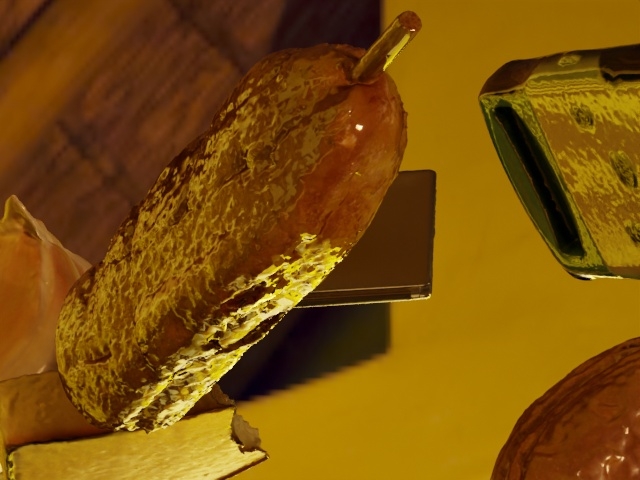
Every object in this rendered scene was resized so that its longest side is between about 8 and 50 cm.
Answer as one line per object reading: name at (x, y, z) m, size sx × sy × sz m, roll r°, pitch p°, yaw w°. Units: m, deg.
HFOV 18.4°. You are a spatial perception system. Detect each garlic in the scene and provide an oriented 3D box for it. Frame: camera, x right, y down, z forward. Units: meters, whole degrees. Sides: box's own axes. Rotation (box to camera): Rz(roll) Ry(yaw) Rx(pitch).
garlic at (-0.329, 0.135, 2.034) m, size 0.249 × 0.313 × 0.286 m, roll 29°, pitch -12°, yaw -5°

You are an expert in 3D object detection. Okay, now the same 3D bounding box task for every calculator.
calculator at (0.204, -0.048, 1.265) m, size 0.293 × 0.051 × 0.173 m, roll 2°, pitch -57°, yaw 62°

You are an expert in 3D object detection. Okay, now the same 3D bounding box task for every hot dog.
hot dog at (0.247, 0.185, 1.516) m, size 0.196 × 0.272 × 0.122 m, roll 50°, pitch -17°, yaw -15°

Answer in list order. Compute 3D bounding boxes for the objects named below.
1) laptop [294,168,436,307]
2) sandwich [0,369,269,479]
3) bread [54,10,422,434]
laptop at (0.000, 0.000, 1.535) m, size 0.180 × 0.129 × 0.016 m, roll -3°, pitch -41°, yaw 10°
sandwich at (-0.114, 0.131, 1.196) m, size 0.162 × 0.058 × 0.193 m, roll -9°, pitch -27°, yaw -13°
bread at (-0.036, -0.005, 0.977) m, size 0.084 × 0.124 × 0.344 m, roll 14°, pitch -36°, yaw -26°
